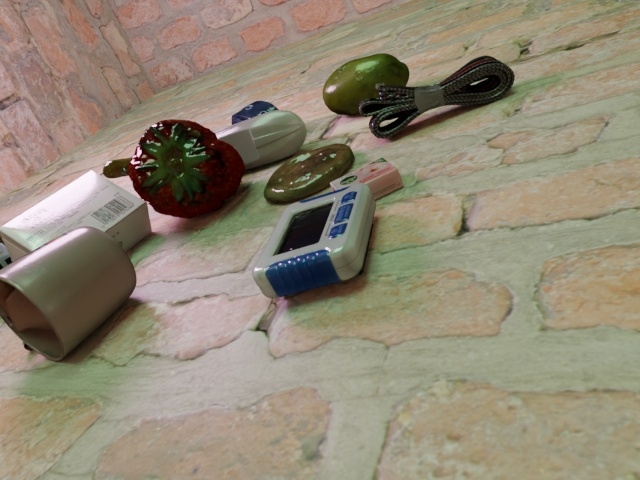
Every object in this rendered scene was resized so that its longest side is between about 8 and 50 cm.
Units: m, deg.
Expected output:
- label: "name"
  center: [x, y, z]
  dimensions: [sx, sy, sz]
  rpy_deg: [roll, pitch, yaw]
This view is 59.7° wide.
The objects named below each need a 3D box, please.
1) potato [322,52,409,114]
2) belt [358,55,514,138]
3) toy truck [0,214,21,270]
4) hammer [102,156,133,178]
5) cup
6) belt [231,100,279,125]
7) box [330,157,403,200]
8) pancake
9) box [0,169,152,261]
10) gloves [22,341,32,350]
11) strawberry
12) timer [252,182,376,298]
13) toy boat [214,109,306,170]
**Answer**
- label: "potato"
  center: [0.126, -0.448, 1.586]
  dimensions: [0.253, 0.148, 0.186]
  rpy_deg: [-20, 29, 8]
- label: "belt"
  center: [0.269, -0.340, 1.314]
  dimensions: [0.360, 0.126, 0.094]
  rpy_deg: [-14, 18, 8]
- label: "toy truck"
  center: [-0.748, 0.022, 1.434]
  dimensions: [0.136, 0.162, 0.305]
  rpy_deg: [3, 38, 43]
- label: "hammer"
  center: [-0.443, -0.213, 1.504]
  dimensions: [0.113, 0.202, 0.305]
  rpy_deg: [42, 36, 23]
- label: "cup"
  center: [-0.497, 0.097, 1.078]
  dimensions: [0.253, 0.191, 0.200]
  rpy_deg: [-21, 18, 44]
- label: "belt"
  center: [-0.202, -0.347, 1.702]
  dimensions: [0.128, 0.122, 0.218]
  rpy_deg: [-36, 30, -16]
- label: "box"
  center: [0.091, -0.111, 1.109]
  dimensions: [0.125, 0.043, 0.089]
  rpy_deg: [-26, 26, -4]
- label: "pancake"
  center: [-0.037, -0.170, 1.318]
  dimensions: [0.242, 0.050, 0.242]
  rpy_deg: [-19, 26, 10]
- label: "box"
  center: [-0.584, -0.024, 1.352]
  dimensions: [0.203, 0.116, 0.274]
  rpy_deg: [27, 50, 19]
- label: "gloves"
  center: [-0.571, 0.196, 1.116]
  dimensions: [0.044, 0.037, 0.081]
  rpy_deg: [5, 11, -23]
- label: "strawberry"
  center: [-0.328, -0.167, 1.384]
  dimensions: [0.238, 0.250, 0.288]
  rpy_deg: [-51, 3, -2]
- label: "timer"
  center: [0.000, 0.000, 0.945]
  dimensions: [0.178, 0.078, 0.253]
  rpy_deg: [-16, 26, 22]
- label: "toy boat"
  center: [-0.162, -0.274, 1.536]
  dimensions: [0.269, 0.140, 0.141]
  rpy_deg: [-18, 27, 9]
